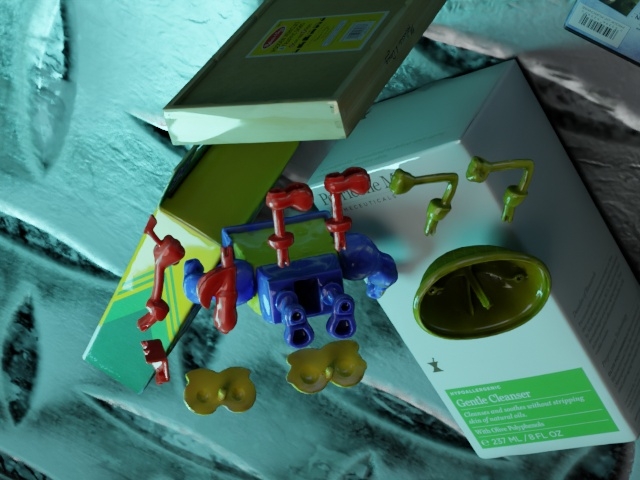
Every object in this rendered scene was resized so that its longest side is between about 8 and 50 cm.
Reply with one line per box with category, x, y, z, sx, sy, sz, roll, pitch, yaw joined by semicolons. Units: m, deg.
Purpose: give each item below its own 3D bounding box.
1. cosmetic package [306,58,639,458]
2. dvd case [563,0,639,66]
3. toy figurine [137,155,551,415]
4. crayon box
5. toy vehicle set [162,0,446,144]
cosmetic package;0.174;0.027;1.327;0.197;0.155;0.365;-16;118;40
dvd case;0.320;-0.211;1.093;0.180;0.022;0.253;27;153;4
toy figurine;0.000;0.000;1.211;0.362;0.217;0.191;-12;113;-11
crayon box;-0.131;-0.005;1.423;0.083;0.203;0.323;32;134;0
toy vehicle set;-0.005;-0.170;1.181;0.166;0.267;0.035;1;125;28
